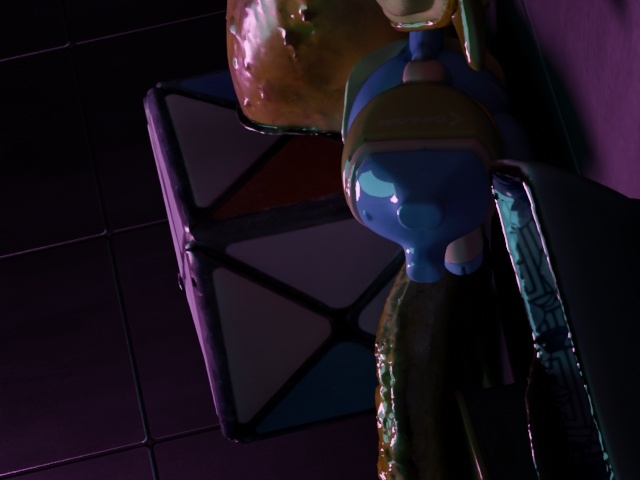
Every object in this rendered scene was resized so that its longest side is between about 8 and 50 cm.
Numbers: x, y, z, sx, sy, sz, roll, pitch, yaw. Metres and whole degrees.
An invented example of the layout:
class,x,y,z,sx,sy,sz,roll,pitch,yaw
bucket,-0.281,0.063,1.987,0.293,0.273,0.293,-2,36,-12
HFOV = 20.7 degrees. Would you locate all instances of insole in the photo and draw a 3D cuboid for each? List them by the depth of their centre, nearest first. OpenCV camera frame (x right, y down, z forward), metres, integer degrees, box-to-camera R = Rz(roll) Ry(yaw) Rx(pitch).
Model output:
class,x,y,z,sx,sy,sz,roll,pitch,yaw
insole,0.155,0.087,1.132,0.328,0.007,0.111,-59,-50,-69

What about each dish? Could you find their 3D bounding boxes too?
class,x,y,z,sx,sy,sz,roll,pitch,yaw
dish,0.167,0.064,0.956,0.182,0.080,0.243,-112,6,-86

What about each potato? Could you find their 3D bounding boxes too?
class,x,y,z,sx,sy,sz,roll,pitch,yaw
potato,0.015,-0.236,1.463,0.229,0.229,0.266,-107,6,-54

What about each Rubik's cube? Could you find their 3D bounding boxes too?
class,x,y,z,sx,sy,sz,roll,pitch,yaw
Rubik's cube,0.000,0.000,1.870,0.307,0.305,0.310,-110,10,-50

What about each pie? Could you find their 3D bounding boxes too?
class,x,y,z,sx,sy,sz,roll,pitch,yaw
pie,0.101,0.124,1.567,0.323,0.070,0.323,7,-90,-75

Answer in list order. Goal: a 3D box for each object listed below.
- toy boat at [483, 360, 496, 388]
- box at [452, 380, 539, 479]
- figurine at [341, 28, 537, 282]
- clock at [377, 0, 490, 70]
class,x,y,z,sx,sy,sz,roll,pitch,yaw
toy boat,0.130,0.147,1.789,0.055,0.093,0.293,-103,-7,-45
box,0.172,0.218,1.465,0.201,0.090,0.144,80,176,-48
figurine,0.085,-0.057,1.318,0.180,0.154,0.262,51,-154,-30
clock,0.067,-0.275,1.076,0.286,0.117,0.348,81,174,-52
